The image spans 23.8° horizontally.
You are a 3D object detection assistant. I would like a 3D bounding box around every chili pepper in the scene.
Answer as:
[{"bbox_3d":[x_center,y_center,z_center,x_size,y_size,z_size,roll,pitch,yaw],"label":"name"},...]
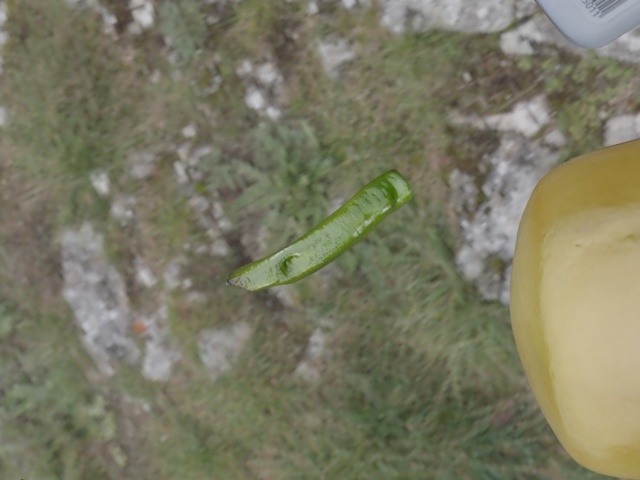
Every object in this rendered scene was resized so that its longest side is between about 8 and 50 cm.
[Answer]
[{"bbox_3d":[0.000,0.000,1.467,0.201,0.052,0.050,-33,71,0],"label":"chili pepper"}]

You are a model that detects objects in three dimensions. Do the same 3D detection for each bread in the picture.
[{"bbox_3d":[0.184,0.022,0.601,0.217,0.098,0.147,-12,88,8],"label":"bread"}]

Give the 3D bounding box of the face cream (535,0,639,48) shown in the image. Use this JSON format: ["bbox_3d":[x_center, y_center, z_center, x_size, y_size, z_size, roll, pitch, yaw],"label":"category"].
[{"bbox_3d":[0.320,-0.312,1.300,0.336,0.080,0.163,-34,104,23],"label":"face cream"}]

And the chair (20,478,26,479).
[{"bbox_3d":[-0.166,0.223,1.031,0.106,0.229,0.113,16,95,-3],"label":"chair"}]
